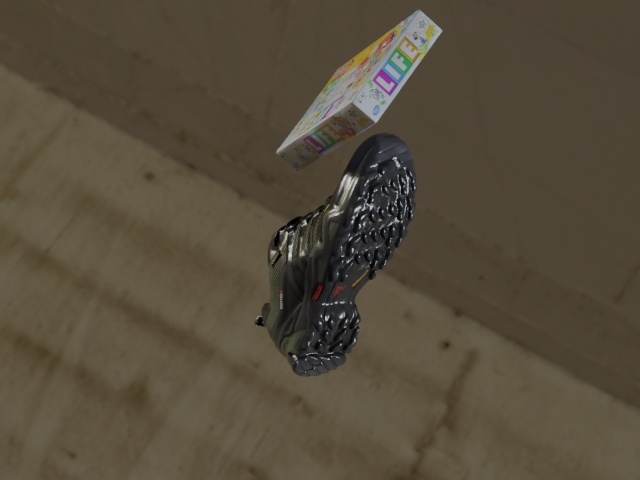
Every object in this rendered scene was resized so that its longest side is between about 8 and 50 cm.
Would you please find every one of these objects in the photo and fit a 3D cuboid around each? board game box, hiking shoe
[{"bbox_3d":[0.029,-0.120,1.040,0.026,0.103,0.154,40,-24,-12],"label":"board game box"},{"bbox_3d":[0.000,0.000,1.103,0.086,0.227,0.114,6,23,-47],"label":"hiking shoe"}]
